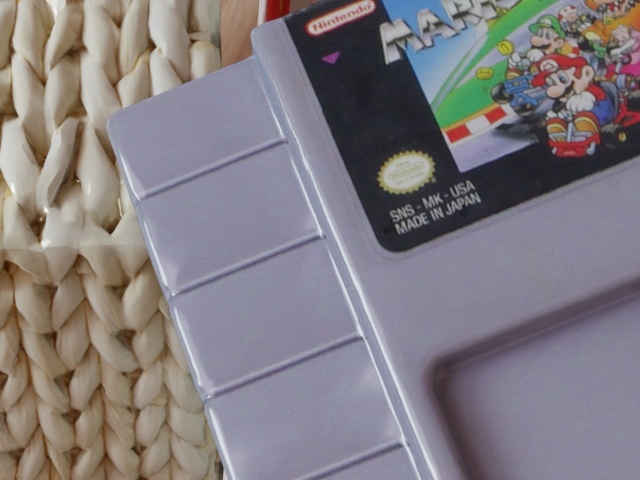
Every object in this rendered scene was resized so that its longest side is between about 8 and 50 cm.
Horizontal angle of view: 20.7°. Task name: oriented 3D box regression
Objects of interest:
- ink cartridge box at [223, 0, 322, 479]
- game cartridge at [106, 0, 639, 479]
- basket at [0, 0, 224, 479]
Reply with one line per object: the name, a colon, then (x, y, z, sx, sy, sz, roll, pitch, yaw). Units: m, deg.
ink cartridge box: (0.000, 0.000, 0.776, 0.261, 0.066, 0.296, 103, 171, -81)
game cartridge: (0.127, -0.013, 0.549, 0.355, 0.068, 0.230, -22, 69, 0)
basket: (-0.178, -0.032, 0.808, 0.331, 0.267, 0.328, 96, 171, -56)
